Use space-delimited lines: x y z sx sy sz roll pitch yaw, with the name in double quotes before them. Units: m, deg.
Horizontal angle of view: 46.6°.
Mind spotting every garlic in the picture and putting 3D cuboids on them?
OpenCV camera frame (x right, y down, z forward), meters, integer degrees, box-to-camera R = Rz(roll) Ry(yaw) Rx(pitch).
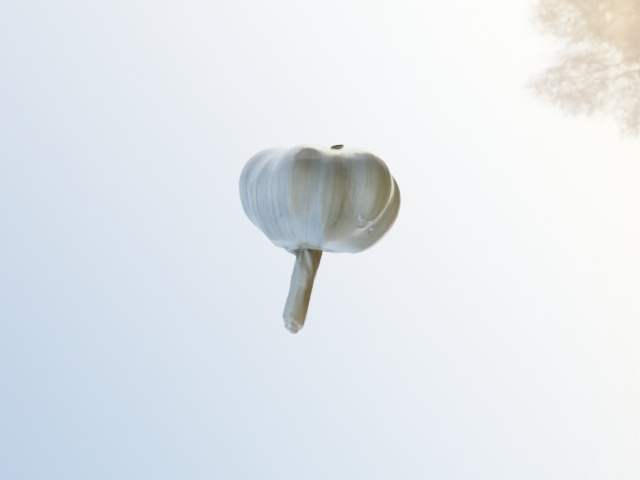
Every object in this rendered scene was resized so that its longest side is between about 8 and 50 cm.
"garlic" 0.000 0.000 0.880 0.199 0.199 0.226 20 -106 -56
